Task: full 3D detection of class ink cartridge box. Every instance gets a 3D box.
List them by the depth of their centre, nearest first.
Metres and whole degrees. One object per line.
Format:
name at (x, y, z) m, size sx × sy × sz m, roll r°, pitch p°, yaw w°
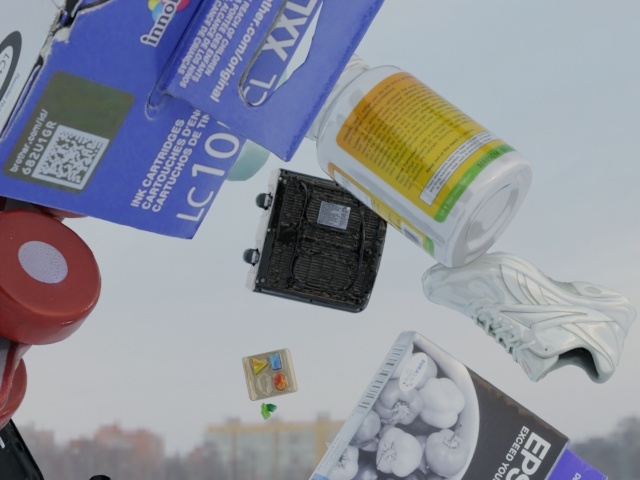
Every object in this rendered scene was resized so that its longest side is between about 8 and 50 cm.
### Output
ink cartridge box at (-0.124, -0.187, 0.829) m, size 0.151 × 0.270 × 0.395 m, roll 15°, pitch 22°, yaw -43°
ink cartridge box at (0.094, 0.209, 1.145) m, size 0.208 × 0.206 × 0.045 m, roll 35°, pitch -11°, yaw -11°

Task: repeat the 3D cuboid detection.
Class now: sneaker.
sneaker at (0.215, 0.087, 1.606) m, size 0.232 × 0.115 × 0.090 m, roll 15°, pitch -27°, yaw 1°

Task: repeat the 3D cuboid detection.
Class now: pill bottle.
pill bottle at (0.082, -0.094, 1.559) m, size 0.246 × 0.136 × 0.136 m, roll 39°, pitch 7°, yaw 22°

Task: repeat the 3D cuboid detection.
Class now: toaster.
toaster at (0.000, 0.000, 2.005) m, size 0.186 × 0.168 × 0.110 m, roll 12°, pitch 0°, yaw -15°

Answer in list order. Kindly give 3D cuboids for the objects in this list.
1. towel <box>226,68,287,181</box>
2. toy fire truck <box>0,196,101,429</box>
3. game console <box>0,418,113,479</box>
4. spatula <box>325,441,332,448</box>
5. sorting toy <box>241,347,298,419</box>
towel at (-0.157, -0.268, 1.256) m, size 0.090 × 0.374 × 0.320 m, roll -22°, pitch -35°, yaw 36°
toy fire truck at (-0.297, -0.010, 1.111) m, size 0.254 × 0.302 × 0.169 m, roll 25°, pitch -48°, yaw -19°
game console at (-0.331, 0.295, 1.734) m, size 0.213 × 0.361 × 0.044 m, roll -47°, pitch -28°, yaw 21°
spatula at (0.113, 0.285, 1.424) m, size 0.242 × 0.019 × 0.168 m, roll 29°, pitch -26°, yaw 37°
sorting toy at (-0.060, 0.178, 1.887) m, size 0.062 × 0.083 × 0.012 m, roll -11°, pitch -16°, yaw -5°
